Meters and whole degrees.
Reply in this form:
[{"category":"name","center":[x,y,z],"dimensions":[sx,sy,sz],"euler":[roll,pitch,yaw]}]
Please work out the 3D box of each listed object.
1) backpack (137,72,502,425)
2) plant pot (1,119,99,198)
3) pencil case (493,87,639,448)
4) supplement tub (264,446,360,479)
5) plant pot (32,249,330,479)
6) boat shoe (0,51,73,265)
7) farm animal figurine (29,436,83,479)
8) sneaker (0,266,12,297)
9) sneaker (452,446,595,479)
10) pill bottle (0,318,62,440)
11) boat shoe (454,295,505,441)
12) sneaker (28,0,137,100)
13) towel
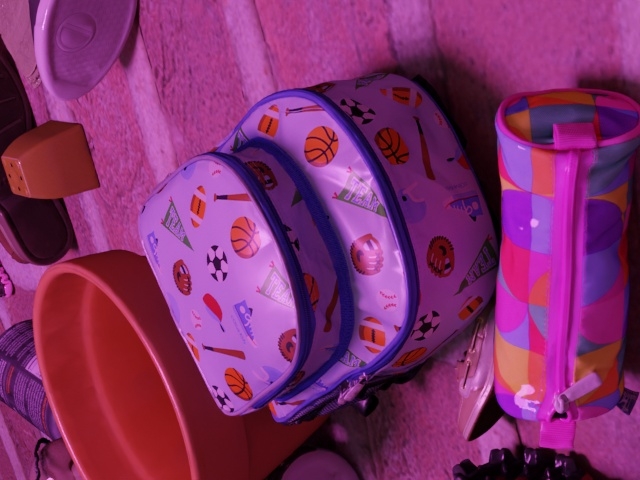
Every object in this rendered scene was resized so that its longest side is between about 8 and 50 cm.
[{"category":"backpack","center":[0.000,0.000,0.820],"dimensions":[0.263,0.213,0.276],"euler":[-38,79,44]},{"category":"plant pot","center":[-0.328,-0.090,1.256],"dimensions":[0.081,0.083,0.081],"euler":[12,121,47]},{"category":"pencil case","center":[0.163,0.017,0.706],"dimensions":[0.104,0.104,0.236],"euler":[22,129,42]},{"category":"supplement tub","center":[-0.050,0.282,1.132],"dimensions":[0.190,0.117,0.117],"euler":[-20,97,55]},{"category":"plant pot","center":[-0.121,0.128,1.028],"dimensions":[0.291,0.204,0.290],"euler":[29,129,42]},{"category":"boat shoe","center":[-0.421,-0.108,1.335],"dimensions":[0.104,0.111,0.307],"euler":[8,119,48]},{"category":"farm animal figurine","center":[-0.265,0.360,1.317],"dimensions":[0.172,0.330,0.326],"euler":[-120,5,-57]},{"category":"sneaker","center":[-0.517,0.041,1.601],"dimensions":[0.119,0.057,0.047],"euler":[61,147,4]},{"category":"sneaker","center":[0.211,0.250,0.802],"dimensions":[0.276,0.098,0.135],"euler":[13,121,45]},{"category":"pill bottle","center":[-0.339,0.203,1.425],"dimensions":[0.246,0.130,0.130],"euler":[22,129,43]},{"category":"boat shoe","center":[0.134,0.102,0.847],"dimensions":[0.045,0.050,0.135],"euler":[39,129,33]},{"category":"sneaker","center":[-0.260,-0.291,1.029],"dimensions":[0.147,0.105,0.295],"euler":[37,132,33]},{"category":"towel","center":[-0.333,-0.252,1.203],"dimensions":[0.110,0.027,0.148],"euler":[57,145,8]}]
